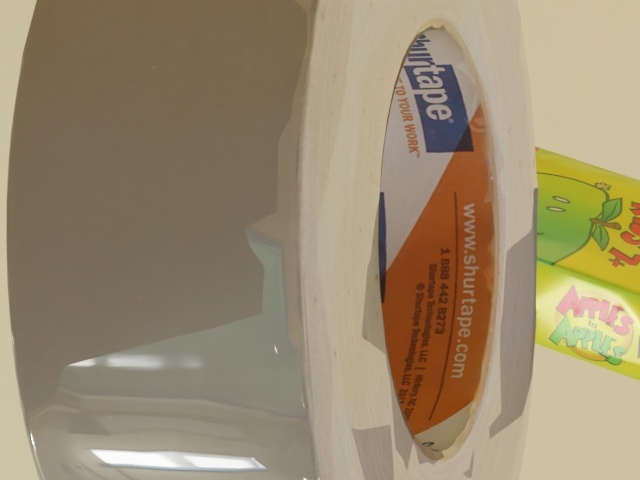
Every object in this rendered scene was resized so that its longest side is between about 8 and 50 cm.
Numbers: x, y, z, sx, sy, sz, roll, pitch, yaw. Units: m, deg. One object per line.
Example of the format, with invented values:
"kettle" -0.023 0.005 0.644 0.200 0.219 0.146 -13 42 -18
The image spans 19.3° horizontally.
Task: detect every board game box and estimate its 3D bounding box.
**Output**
"board game box" 0.142 0.018 0.808 0.181 0.043 0.092 19 -146 18

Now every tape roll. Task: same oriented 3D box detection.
"tape roll" 0.000 0.000 0.500 0.072 0.219 0.219 0 -128 20
